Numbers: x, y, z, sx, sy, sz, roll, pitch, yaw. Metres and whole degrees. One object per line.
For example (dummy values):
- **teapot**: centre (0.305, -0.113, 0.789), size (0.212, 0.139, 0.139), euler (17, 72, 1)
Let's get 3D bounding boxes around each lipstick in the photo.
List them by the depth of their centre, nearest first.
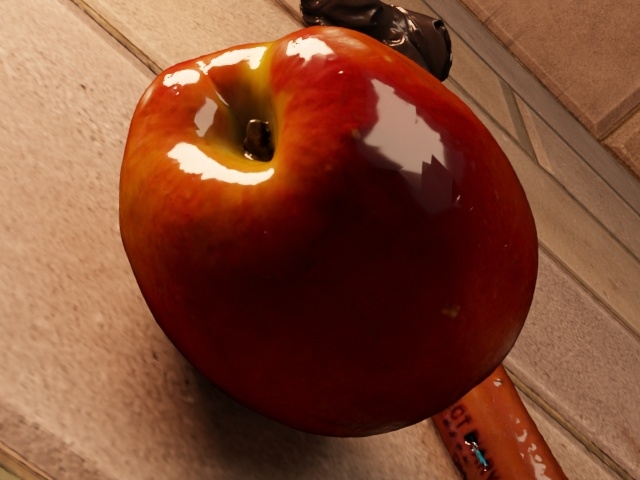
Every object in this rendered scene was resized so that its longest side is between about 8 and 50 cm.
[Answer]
- **lipstick**: centre (0.144, 0.190, 0.622), size (0.077, 0.077, 0.418), euler (25, 29, -43)

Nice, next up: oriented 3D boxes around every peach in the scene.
- **peach**: centre (0.000, 0.000, 0.526), size (0.243, 0.199, 0.243), euler (33, -17, 12)

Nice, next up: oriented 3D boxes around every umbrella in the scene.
- **umbrella**: centre (0.045, -0.291, 1.208), size (0.340, 0.118, 0.118), euler (28, 29, -39)

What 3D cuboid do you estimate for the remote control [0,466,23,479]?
- **remote control**: centre (-0.017, 0.197, 0.333), size (0.335, 0.065, 0.128), euler (39, 21, -20)
